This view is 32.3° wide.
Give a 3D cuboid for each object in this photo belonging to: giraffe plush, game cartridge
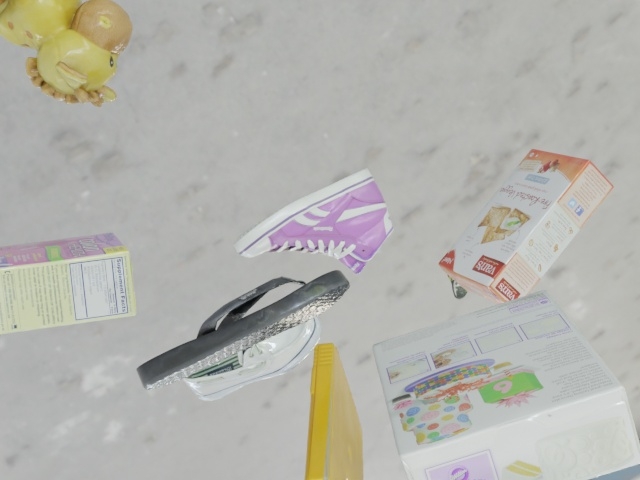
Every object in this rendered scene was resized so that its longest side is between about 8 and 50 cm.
[{"bbox_3d":[-0.276,-0.228,1.161,0.210,0.170,0.181,-49,171,32],"label":"giraffe plush"},{"bbox_3d":[0.028,0.385,1.989,0.052,0.324,0.285,-9,130,9],"label":"game cartridge"}]

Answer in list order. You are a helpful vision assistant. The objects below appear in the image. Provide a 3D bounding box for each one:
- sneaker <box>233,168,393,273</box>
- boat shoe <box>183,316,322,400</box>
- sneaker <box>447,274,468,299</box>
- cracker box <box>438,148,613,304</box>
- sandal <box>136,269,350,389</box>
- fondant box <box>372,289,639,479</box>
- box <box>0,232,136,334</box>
[{"bbox_3d":[0.001,0.000,1.896,0.282,0.161,0.102,-25,180,-18],"label":"sneaker"},{"bbox_3d":[-0.105,0.171,1.657,0.226,0.083,0.076,-33,145,7],"label":"boat shoe"},{"bbox_3d":[0.247,0.069,1.992,0.031,0.083,0.035,13,153,-22],"label":"sneaker"},{"bbox_3d":[0.293,-0.020,1.599,0.067,0.155,0.232,41,84,-23],"label":"cracker box"},{"bbox_3d":[-0.090,0.086,1.181,0.254,0.055,0.097,-26,169,12],"label":"sandal"},{"bbox_3d":[0.198,0.179,1.272,0.238,0.096,0.330,-18,-166,2],"label":"fondant box"},{"bbox_3d":[-0.466,0.071,1.962,0.242,0.117,0.213,-7,-169,-16],"label":"box"}]
